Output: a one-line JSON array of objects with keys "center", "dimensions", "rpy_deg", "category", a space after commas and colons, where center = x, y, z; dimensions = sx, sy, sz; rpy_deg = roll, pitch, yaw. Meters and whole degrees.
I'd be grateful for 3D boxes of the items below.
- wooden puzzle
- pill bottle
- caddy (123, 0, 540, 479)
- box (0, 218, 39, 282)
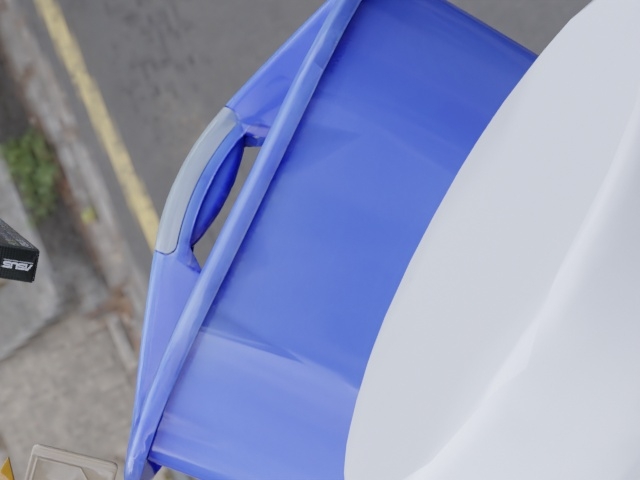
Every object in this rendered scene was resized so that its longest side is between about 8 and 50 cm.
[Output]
[{"center": [-0.198, 0.197, 1.308], "dimensions": [0.014, 0.116, 0.078], "rpy_deg": [-146, 78, -84], "category": "wooden puzzle"}, {"center": [0.183, 0.077, 0.417], "dimensions": [0.334, 0.188, 0.188], "rpy_deg": [28, 148, -8], "category": "pill bottle"}, {"center": [0.000, 0.000, 0.962], "dimensions": [0.179, 0.341, 0.241], "rpy_deg": [25, 177, 4], "category": "caddy"}, {"center": [-0.420, -0.004, 1.865], "dimensions": [0.191, 0.184, 0.045], "rpy_deg": [26, 107, 63], "category": "box"}]
